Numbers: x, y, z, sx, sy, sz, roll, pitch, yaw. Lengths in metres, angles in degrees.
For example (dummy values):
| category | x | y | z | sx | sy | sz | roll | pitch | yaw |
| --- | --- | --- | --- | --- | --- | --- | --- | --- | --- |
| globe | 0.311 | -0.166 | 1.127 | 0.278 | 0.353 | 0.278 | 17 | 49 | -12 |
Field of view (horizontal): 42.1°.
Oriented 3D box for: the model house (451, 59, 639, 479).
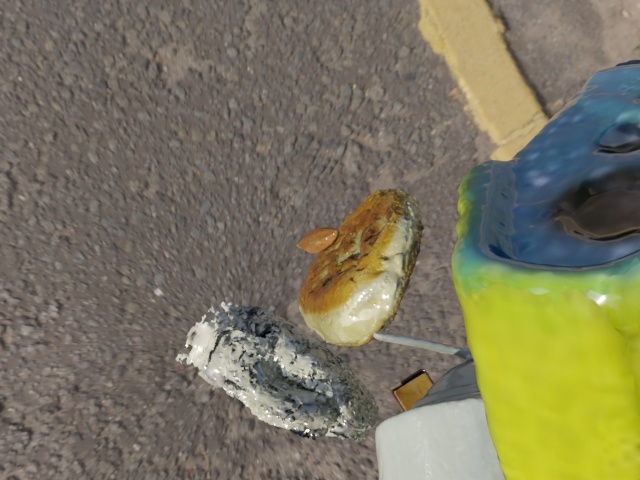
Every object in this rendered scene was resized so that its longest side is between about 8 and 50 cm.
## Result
| category | x | y | z | sx | sy | sz | roll | pitch | yaw |
| --- | --- | --- | --- | --- | --- | --- | --- | --- | --- |
| model house | 0.197 | 0.053 | 0.446 | 0.303 | 0.215 | 0.237 | -39 | 119 | -37 |

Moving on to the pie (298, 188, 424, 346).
| category | x | y | z | sx | sy | sz | roll | pitch | yaw |
| --- | --- | --- | --- | --- | --- | --- | --- | --- | --- |
| pie | 0.069 | 0.041 | 1.441 | 0.092 | 0.315 | 0.315 | 31 | 80 | -19 |

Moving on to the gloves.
| category | x | y | z | sx | sy | sz | roll | pitch | yaw |
| --- | --- | --- | --- | --- | --- | --- | --- | --- | --- |
| gloves | -0.025 | 0.104 | 0.643 | 0.153 | 0.114 | 0.070 | 33 | 90 | 11 |

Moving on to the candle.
| category | x | y | z | sx | sy | sz | roll | pitch | yaw |
| --- | --- | --- | --- | --- | --- | --- | --- | --- | --- |
| candle | 0.161 | 0.250 | 0.736 | 0.221 | 0.221 | 0.343 | 0 | 66 | -6 |

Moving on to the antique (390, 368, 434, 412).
| category | x | y | z | sx | sy | sz | roll | pitch | yaw |
| --- | --- | --- | --- | --- | --- | --- | --- | --- | --- |
| antique | 0.275 | 0.437 | 1.825 | 0.093 | 0.087 | 0.310 | -32 | 68 | -3 |

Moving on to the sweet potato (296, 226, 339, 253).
| category | x | y | z | sx | sy | sz | roll | pitch | yaw |
| --- | --- | --- | --- | --- | --- | --- | --- | --- | --- |
| sweet potato | 0.000 | 0.000 | 1.153 | 0.034 | 0.095 | 0.034 | 8 | 75 | -33 |
